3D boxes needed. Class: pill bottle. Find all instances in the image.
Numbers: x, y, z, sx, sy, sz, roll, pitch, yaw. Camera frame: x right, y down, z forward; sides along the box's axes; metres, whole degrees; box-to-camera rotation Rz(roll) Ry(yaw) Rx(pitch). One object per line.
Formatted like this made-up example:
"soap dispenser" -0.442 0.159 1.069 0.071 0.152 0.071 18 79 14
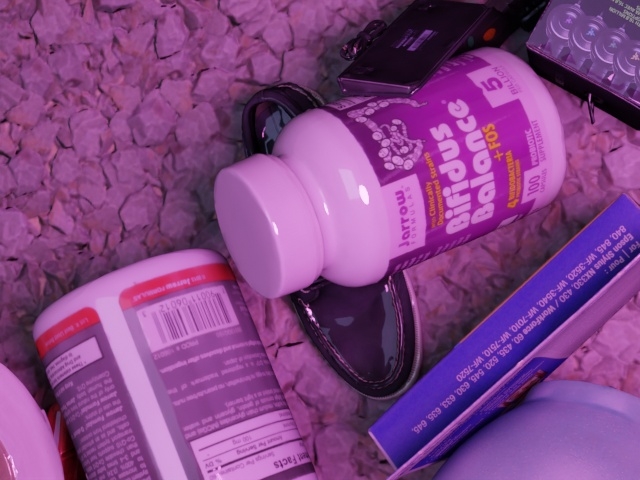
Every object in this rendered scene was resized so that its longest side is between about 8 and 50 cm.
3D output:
"pill bottle" -0.125 0.208 1.435 0.210 0.210 0.363 -25 80 14
"pill bottle" 0.062 -0.057 1.343 0.301 0.169 0.169 -23 78 -23

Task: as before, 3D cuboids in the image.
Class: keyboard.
"keyboard" 0.077 -0.178 1.351 0.108 0.180 0.023 11 126 26

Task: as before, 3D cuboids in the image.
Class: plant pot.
"plant pot" 0.234 0.248 1.308 0.293 0.293 0.196 18 65 17

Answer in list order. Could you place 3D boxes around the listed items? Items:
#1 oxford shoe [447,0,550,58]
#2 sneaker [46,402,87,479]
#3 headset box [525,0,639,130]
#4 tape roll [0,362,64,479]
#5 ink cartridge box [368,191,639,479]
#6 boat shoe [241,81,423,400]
"oxford shoe" 0.133 -0.218 1.459 0.227 0.083 0.096 -36 60 11
"sneaker" -0.318 0.276 1.555 0.128 0.087 0.221 4 87 16
"headset box" 0.298 -0.237 1.305 0.131 0.246 0.283 30 95 7
"tape roll" -0.375 0.242 1.398 0.100 0.286 0.286 -20 81 31
"ink cartridge box" 0.182 0.083 1.296 0.303 0.307 0.072 -43 74 10
"boat shoe" 0.004 -0.002 1.457 0.127 0.113 0.340 -17 82 15
